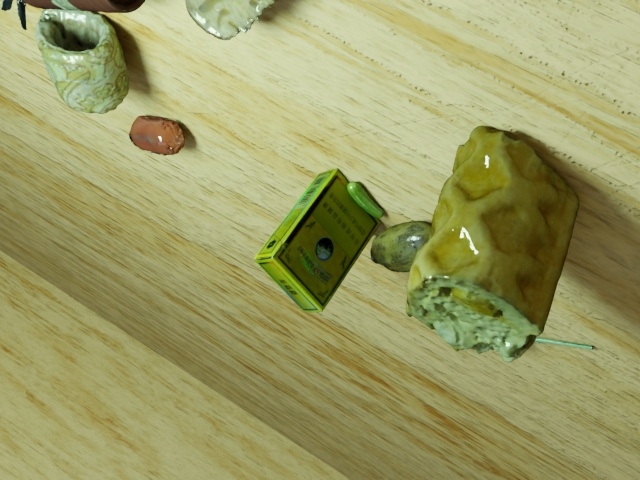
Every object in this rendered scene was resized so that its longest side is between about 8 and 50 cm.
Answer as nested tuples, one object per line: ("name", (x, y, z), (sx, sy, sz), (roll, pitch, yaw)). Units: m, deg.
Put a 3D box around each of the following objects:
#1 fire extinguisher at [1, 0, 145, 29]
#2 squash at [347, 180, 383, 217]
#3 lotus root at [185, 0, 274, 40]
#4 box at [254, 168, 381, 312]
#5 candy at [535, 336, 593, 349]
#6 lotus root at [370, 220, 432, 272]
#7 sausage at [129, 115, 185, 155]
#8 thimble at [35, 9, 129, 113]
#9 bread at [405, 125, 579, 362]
("fire extinguisher", (-0.438, -0.422, 1.233), (0.344, 0.102, 0.137), (14, 107, 35))
("squash", (0.079, -0.070, 1.295), (0.089, 0.027, 0.027), (47, 151, -22))
("lotus root", (-0.113, -0.377, 0.992), (0.170, 0.074, 0.261), (44, 151, -9))
("box", (0.000, 0.000, 1.282), (0.064, 0.220, 0.141), (-6, 130, 52))
("candy", (0.386, 0.179, 1.317), (0.203, 0.061, 0.061), (5, 140, 33))
("lotus root", (0.152, 0.008, 1.274), (0.089, 0.080, 0.179), (25, 155, -27))
("sausage", (-0.334, -0.214, 1.496), (0.141, 0.076, 0.076), (16, 146, 34))
("thimble", (-0.447, -0.339, 1.362), (0.191, 0.137, 0.143), (37, 154, 23))
("bread", (0.235, 0.012, 1.018), (0.238, 0.252, 0.196), (41, 148, -20))
